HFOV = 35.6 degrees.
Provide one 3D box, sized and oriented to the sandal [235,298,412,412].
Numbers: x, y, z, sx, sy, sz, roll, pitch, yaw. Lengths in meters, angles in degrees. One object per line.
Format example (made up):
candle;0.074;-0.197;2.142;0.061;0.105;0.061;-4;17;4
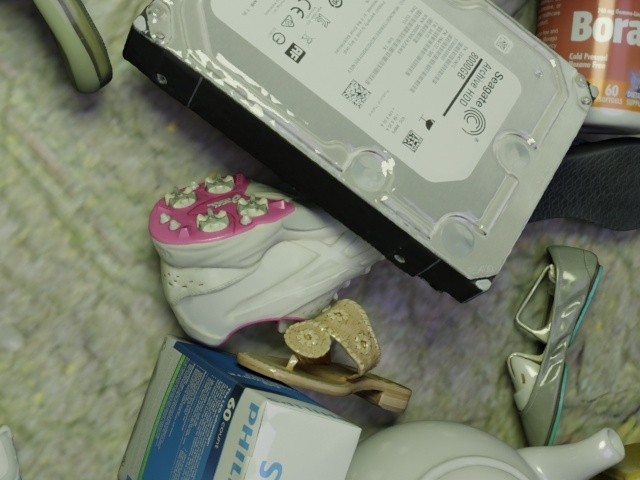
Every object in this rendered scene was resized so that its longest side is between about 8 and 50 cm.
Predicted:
sandal;0.016;0.089;0.852;0.240;0.088;0.079;27;83;-55

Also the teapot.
teapot;0.111;0.271;0.856;0.252;0.187;0.256;15;70;-13

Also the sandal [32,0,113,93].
sandal;-0.258;-0.234;0.728;0.086;0.120;0.303;-30;106;-4

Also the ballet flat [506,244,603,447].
ballet flat;0.221;0.107;0.997;0.068;0.072;0.213;17;87;4

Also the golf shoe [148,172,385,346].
golf shoe;0.000;0.000;0.874;0.306;0.115;0.140;-13;119;-22

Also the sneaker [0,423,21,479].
sneaker;-0.325;0.177;0.762;0.191;0.071;0.083;-2;89;-32

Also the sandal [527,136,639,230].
sandal;0.251;-0.063;0.981;0.254;0.054;0.097;0;119;-27

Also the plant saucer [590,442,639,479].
plant saucer;0.257;0.332;0.922;0.081;0.333;0.333;23;84;8

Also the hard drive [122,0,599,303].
hard drive;0.044;-0.137;0.815;0.339;0.064;0.237;38;64;-6

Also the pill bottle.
pill bottle;0.268;-0.214;0.950;0.121;0.121;0.216;4;93;-24

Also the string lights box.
string lights box;-0.075;0.164;0.758;0.077;0.260;0.133;20;87;-24
